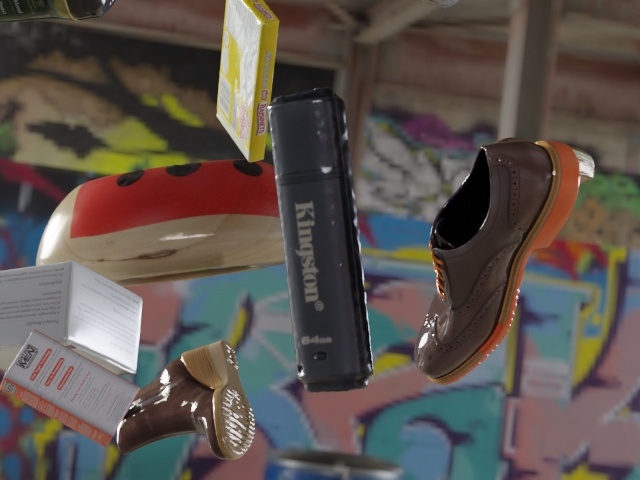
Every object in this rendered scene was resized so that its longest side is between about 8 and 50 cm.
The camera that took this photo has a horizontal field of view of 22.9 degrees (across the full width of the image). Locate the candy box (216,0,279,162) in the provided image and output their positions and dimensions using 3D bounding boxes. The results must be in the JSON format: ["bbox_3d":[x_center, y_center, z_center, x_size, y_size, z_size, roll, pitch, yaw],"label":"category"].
[{"bbox_3d":[-0.091,-0.208,1.936,0.027,0.206,0.105,-15,45,-25],"label":"candy box"}]

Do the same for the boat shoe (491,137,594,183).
[{"bbox_3d":[0.280,-0.078,1.984,0.190,0.072,0.068,4,-28,-41],"label":"boat shoe"}]

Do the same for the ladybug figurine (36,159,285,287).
[{"bbox_3d":[-0.212,-0.026,2.376,0.449,0.161,0.305,-7,-5,10],"label":"ladybug figurine"}]

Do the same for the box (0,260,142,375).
[{"bbox_3d":[-0.375,0.118,2.221,0.181,0.119,0.182,-7,-22,25],"label":"box"}]

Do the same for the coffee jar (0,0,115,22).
[{"bbox_3d":[-0.282,-0.253,1.520,0.184,0.079,0.096,-1,34,17],"label":"coffee jar"}]

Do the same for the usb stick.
[{"bbox_3d":[0.000,0.000,1.452,0.077,0.278,0.045,-6,0,22],"label":"usb stick"}]

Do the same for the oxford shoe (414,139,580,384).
[{"bbox_3d":[0.130,0.018,1.424,0.098,0.271,0.097,6,34,-26],"label":"oxford shoe"}]

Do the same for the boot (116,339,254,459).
[{"bbox_3d":[-0.207,0.274,2.354,0.207,0.248,0.090,-32,-56,14],"label":"boot"}]

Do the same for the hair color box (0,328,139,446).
[{"bbox_3d":[-0.288,0.170,1.821,0.141,0.072,0.043,30,-31,-3],"label":"hair color box"}]

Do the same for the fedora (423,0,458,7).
[{"bbox_3d":[0.089,-0.322,1.567,0.275,0.124,0.244,40,21,16],"label":"fedora"}]
